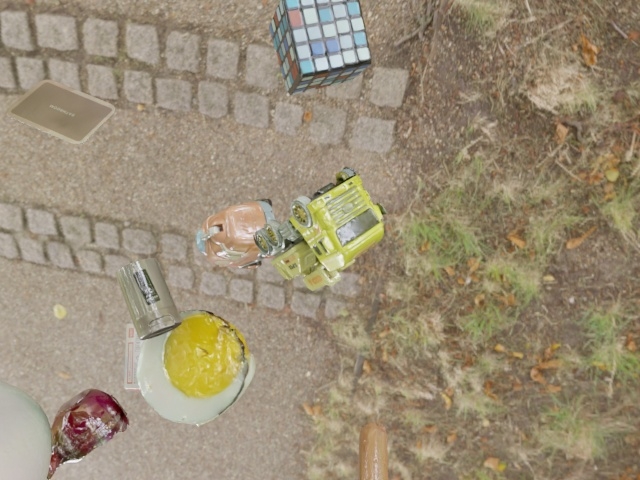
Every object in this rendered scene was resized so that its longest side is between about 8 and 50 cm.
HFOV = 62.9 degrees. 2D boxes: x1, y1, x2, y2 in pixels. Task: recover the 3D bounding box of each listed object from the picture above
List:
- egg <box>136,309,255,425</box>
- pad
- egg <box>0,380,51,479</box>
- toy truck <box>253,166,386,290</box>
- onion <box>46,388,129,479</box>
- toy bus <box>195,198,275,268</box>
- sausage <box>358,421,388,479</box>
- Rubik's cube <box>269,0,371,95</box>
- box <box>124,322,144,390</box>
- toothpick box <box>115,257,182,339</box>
[{"bbox_3d":[-0.343,0.376,1.521,0.337,0.336,0.201,7,157,14],"label":"egg"},{"bbox_3d":[-0.728,-0.365,1.472,0.266,0.176,0.002,23,148,11],"label":"pad"},{"bbox_3d":[-0.563,0.346,0.738,0.355,0.340,0.354,24,127,36],"label":"egg"},{"bbox_3d":[0.000,0.000,0.899,0.157,0.124,0.272,57,151,-1],"label":"toy truck"},{"bbox_3d":[-0.566,0.447,1.215,0.139,0.218,0.195,56,149,-6],"label":"onion"},{"bbox_3d":[-0.274,-0.013,1.696,0.288,0.232,0.194,-26,74,49],"label":"toy bus"},{"bbox_3d":[0.148,0.660,1.469,0.086,0.288,0.086,2,148,1],"label":"sausage"},{"bbox_3d":[-0.003,-0.470,1.246,0.184,0.182,0.187,-14,95,-13],"label":"Rubik's cube"},{"bbox_3d":[-0.591,0.383,1.728,0.123,0.229,0.050,-12,165,37],"label":"box"},{"bbox_3d":[-0.428,0.147,1.305,0.111,0.111,0.180,-33,76,37],"label":"toothpick box"}]
